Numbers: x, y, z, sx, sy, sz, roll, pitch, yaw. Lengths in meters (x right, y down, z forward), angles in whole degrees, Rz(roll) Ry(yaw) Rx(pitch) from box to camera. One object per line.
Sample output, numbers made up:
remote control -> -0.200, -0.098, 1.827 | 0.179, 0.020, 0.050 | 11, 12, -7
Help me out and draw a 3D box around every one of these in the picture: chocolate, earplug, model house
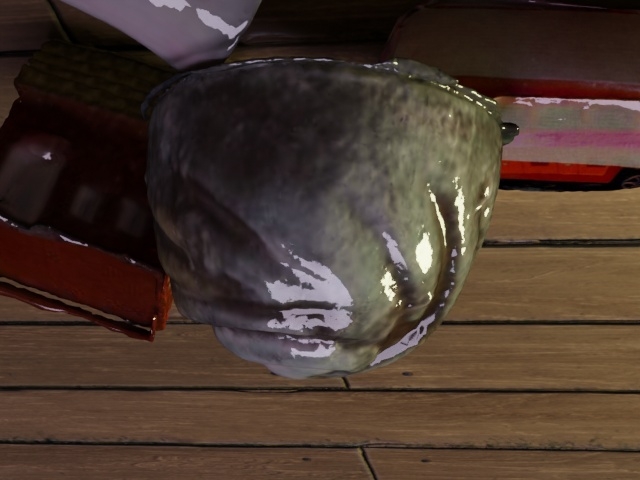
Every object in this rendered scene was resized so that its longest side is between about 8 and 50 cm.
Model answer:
chocolate -> 0.000, 0.000, 1.459 | 0.303, 0.213, 0.303 | 2, 164, 1
earplug -> -0.190, -0.255, 1.399 | 0.301, 0.172, 0.172 | 23, 148, -17
model house -> -0.193, -0.065, 1.662 | 0.196, 0.254, 0.160 | 17, 147, 5

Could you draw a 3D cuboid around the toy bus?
toy bus -> 0.192, -0.125, 1.587 | 0.303, 0.127, 0.147 | 4, 147, 7
